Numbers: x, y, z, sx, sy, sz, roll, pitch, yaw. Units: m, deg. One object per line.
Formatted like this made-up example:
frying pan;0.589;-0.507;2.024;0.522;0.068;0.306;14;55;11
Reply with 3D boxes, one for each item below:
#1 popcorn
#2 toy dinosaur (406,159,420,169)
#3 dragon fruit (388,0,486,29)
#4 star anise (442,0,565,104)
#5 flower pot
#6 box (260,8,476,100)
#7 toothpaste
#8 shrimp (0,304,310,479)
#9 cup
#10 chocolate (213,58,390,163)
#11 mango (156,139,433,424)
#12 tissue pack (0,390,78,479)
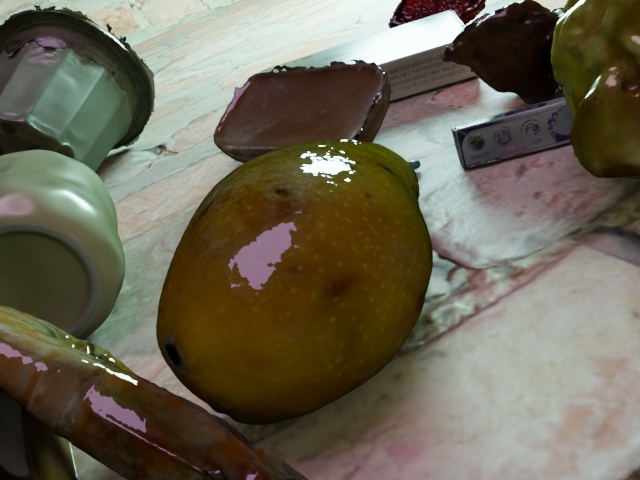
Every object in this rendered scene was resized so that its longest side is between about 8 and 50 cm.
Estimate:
popcorn;0.305;-0.137;0.480;0.237;0.206;0.251;-43;36;33
toy dinosaur;0.025;-0.056;0.687;0.198;0.045;0.080;-18;16;-11
dragon fruit;0.220;-0.406;1.141;0.161;0.120;0.127;33;11;27
star anise;0.307;-0.265;0.761;0.346;0.148;0.237;-36;26;-10
flower pot;-0.436;-0.195;1.004;0.291;0.290;0.259;-11;41;15
box;0.063;-0.270;1.003;0.344;0.065;0.200;-15;29;10
toothpaste;0.243;-0.125;0.669;0.197;0.047;0.040;-14;14;11
shrimp;-0.107;0.118;0.414;0.296;0.169;0.058;27;83;13
cup;-0.331;0.025;0.633;0.255;0.173;0.202;-25;28;-10
chocolate;-0.019;-0.156;0.840;0.262;0.083;0.161;9;62;38
mango;-0.007;-0.003;0.496;0.177;0.175;0.329;26;35;-8
tissue pack;-0.242;0.155;0.367;0.136;0.159;0.246;-34;32;-14
